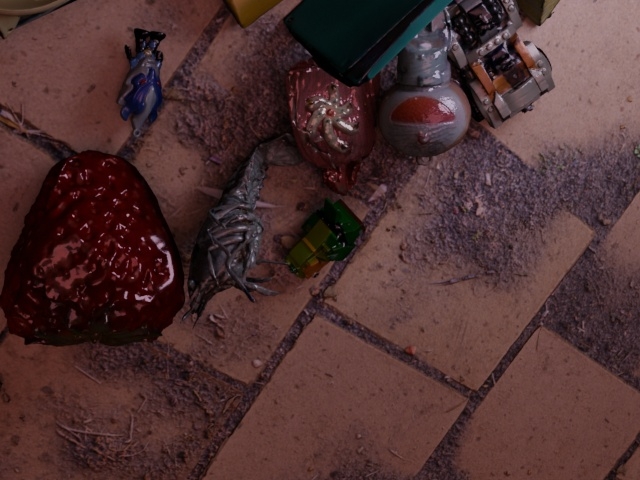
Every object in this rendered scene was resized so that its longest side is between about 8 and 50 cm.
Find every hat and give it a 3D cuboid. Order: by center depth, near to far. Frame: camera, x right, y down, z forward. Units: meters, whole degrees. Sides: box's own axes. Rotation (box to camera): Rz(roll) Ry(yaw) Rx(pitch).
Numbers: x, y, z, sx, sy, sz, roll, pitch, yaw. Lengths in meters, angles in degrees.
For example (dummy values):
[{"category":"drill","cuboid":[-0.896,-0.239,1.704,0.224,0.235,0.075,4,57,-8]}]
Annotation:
[{"category":"hat","cuboid":[0.038,-0.221,1.522,0.237,0.107,0.286,-18,117,-30]}]

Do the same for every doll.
[{"category":"doll","cuboid":[-0.324,-0.284,1.426,0.096,0.070,0.195,-3,107,-48]},{"category":"doll","cuboid":[0.005,0.000,1.583,0.186,0.106,0.134,-51,155,20]}]

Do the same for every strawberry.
[{"category":"strawberry","cuboid":[-0.411,0.015,1.415,0.318,0.295,0.344,-4,74,-9]}]

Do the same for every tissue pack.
[{"category":"tissue pack","cuboid":[-0.108,-0.479,1.412,0.169,0.082,0.120,-36,115,-3]}]

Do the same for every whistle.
[{"category":"whistle","cuboid":[0.195,-0.296,1.488,0.189,0.189,0.347,-12,119,-12]}]

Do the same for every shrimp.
[{"category":"shrimp","cuboid":[-0.145,-0.022,1.455,0.166,0.410,0.221,0,150,17]}]

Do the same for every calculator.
[{"category":"calculator","cuboid":[0.080,-0.408,1.406,0.248,0.274,0.058,-44,136,-1]}]

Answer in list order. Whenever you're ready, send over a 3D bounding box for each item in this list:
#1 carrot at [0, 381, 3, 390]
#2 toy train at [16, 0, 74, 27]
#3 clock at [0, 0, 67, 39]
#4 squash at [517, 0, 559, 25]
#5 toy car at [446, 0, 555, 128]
[{"category":"carrot","cuboid":[-0.740,0.292,1.501,0.248,0.059,0.059,-3,108,-12]},{"category":"toy train","cuboid":[-0.515,-0.407,1.318,0.410,0.086,0.089,-28,111,-6]},{"category":"clock","cuboid":[-0.457,-0.452,1.148,0.277,0.120,0.379,-16,150,-23]},{"category":"squash","cuboid":[0.361,-0.574,1.545,0.289,0.203,0.111,40,95,12]},{"category":"toy car","cuboid":[0.334,-0.377,1.557,0.193,0.118,0.301,-34,115,2]}]
